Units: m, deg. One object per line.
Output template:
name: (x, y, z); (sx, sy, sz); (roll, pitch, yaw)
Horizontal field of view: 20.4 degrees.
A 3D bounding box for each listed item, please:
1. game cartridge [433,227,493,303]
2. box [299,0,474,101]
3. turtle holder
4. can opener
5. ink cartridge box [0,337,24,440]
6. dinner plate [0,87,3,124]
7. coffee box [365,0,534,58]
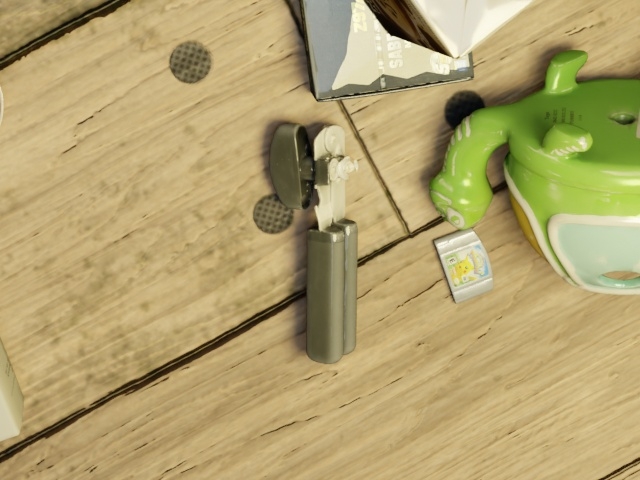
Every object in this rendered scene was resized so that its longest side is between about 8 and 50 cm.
game cartridge: (0.171, 0.028, 2.081); (0.056, 0.017, 0.083); (-22, 107, -5)
box: (0.067, -0.280, 1.963); (0.183, 0.059, 0.232); (-8, 105, -5)
turtle holder: (0.302, -0.058, 1.963); (0.320, 0.243, 0.227); (-11, 123, -14)
can opener: (0.000, 0.000, 2.032); (0.093, 0.074, 0.280); (3, 105, 27)
ink cartridge box: (-0.473, 0.107, 1.958); (0.211, 0.121, 0.289); (-20, 107, -2)
dinner plate: (-0.420, -0.150, 1.953); (0.141, 0.017, 0.141); (-2, 105, -6)
coffee box: (0.099, -0.291, 1.779); (0.119, 0.297, 0.168); (-38, 104, 0)
